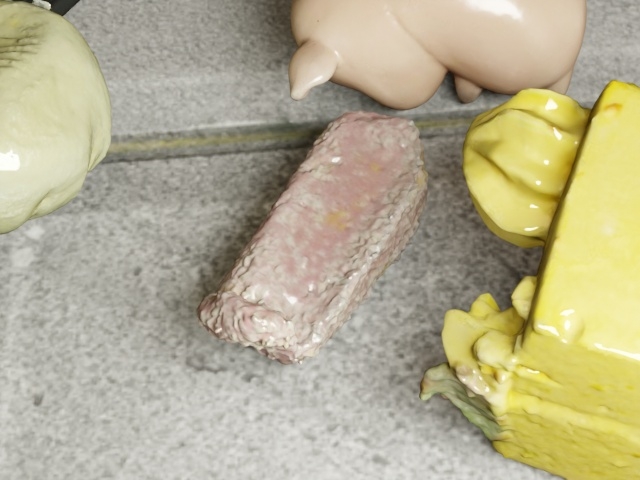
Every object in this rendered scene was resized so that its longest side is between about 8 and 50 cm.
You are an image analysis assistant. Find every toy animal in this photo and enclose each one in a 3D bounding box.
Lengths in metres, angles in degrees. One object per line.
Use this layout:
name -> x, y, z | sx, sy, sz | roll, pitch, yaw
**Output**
toy animal -> 0.096, -0.185, 1.293 | 0.250, 0.154, 0.166 | -3, 48, -1

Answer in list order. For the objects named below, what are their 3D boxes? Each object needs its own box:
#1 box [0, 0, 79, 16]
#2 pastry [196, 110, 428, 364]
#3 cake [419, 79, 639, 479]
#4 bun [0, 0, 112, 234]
box -> -0.286, -0.235, 1.431 | 0.126, 0.027, 0.125 | 27, 59, 21
pastry -> -0.002, 0.011, 1.185 | 0.102, 0.112, 0.265 | 24, 47, 20
cake -> 0.217, 0.039, 1.062 | 0.286, 0.222, 0.227 | 14, 61, 10
bun -> -0.290, -0.084, 1.241 | 0.259, 0.160, 0.259 | -3, 37, 2
